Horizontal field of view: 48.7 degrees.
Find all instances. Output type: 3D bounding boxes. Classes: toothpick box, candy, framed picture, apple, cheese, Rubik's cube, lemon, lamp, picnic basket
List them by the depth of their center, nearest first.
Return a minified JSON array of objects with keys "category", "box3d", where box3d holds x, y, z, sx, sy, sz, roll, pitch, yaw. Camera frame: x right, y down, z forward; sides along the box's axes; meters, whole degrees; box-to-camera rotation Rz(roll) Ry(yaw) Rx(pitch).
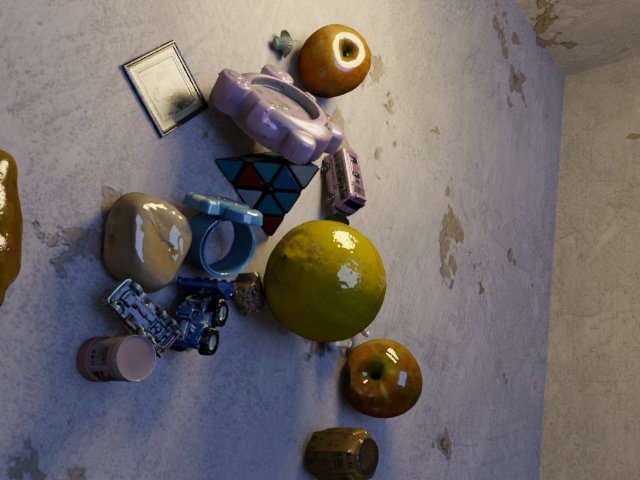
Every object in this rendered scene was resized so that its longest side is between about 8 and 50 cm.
[{"category":"toothpick box","box3d":[-0.431,0.249,1.492,0.098,0.149,0.098,13,73,-49]},{"category":"cheese","box3d":[-0.389,0.001,1.621,0.218,0.117,0.235,-23,104,-52]},{"category":"framed picture","box3d":[-0.386,-0.386,1.781,0.195,0.010,0.199,-46,117,-44]},{"category":"candy","box3d":[-0.187,0.141,1.863,0.095,0.085,0.110,-64,140,-50]},{"category":"lemon","box3d":[0.016,0.112,1.886,0.348,0.348,0.347,13,73,-49]},{"category":"Rubik's cube","box3d":[-0.090,-0.145,1.918,0.284,0.234,0.250,-10,91,-51]},{"category":"lamp","box3d":[0.060,0.605,1.988,0.161,0.185,0.161,12,75,-51]},{"category":"picnic basket","box3d":[-0.104,-0.591,2.128,0.083,0.065,0.083,-10,86,-29]},{"category":"apple","box3d":[0.192,0.431,2.186,0.226,0.246,0.246,46,48,-59]},{"category":"apple","box3d":[0.039,-0.550,2.201,0.237,0.207,0.236,9,73,-30]}]

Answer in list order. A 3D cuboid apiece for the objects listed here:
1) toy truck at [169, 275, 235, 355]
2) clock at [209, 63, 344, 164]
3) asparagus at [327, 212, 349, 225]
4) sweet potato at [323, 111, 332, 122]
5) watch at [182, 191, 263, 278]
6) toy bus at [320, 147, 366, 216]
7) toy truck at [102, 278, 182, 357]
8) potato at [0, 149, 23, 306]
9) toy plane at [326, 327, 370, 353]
[{"category":"toy truck","box3d":[-0.291,0.162,1.683,0.126,0.113,0.208,71,28,-53]},{"category":"clock","box3d":[-0.107,-0.338,1.897,0.322,0.113,0.295,40,30,12]},{"category":"asparagus","box3d":[-0.001,0.000,2.134,0.278,0.060,0.067,-41,134,-46]},{"category":"sweet potato","box3d":[0.025,-0.369,2.256,0.034,0.034,0.095,-39,114,-47]},{"category":"watch","box3d":[-0.258,-0.010,1.755,0.211,0.211,0.193,4,102,-50]},{"category":"toy bus","box3d":[0.077,-0.181,2.201,0.096,0.108,0.198,21,51,-46]},{"category":"toy truck","box3d":[-0.403,0.167,1.564,0.080,0.115,0.177,-49,115,-26]},{"category":"potato","box3d":[-0.643,-0.008,1.289,0.196,0.176,0.369,11,68,-21]},{"category":"toy plane","box3d":[0.073,0.221,2.133,0.245,0.117,0.244,12,73,-47]}]
